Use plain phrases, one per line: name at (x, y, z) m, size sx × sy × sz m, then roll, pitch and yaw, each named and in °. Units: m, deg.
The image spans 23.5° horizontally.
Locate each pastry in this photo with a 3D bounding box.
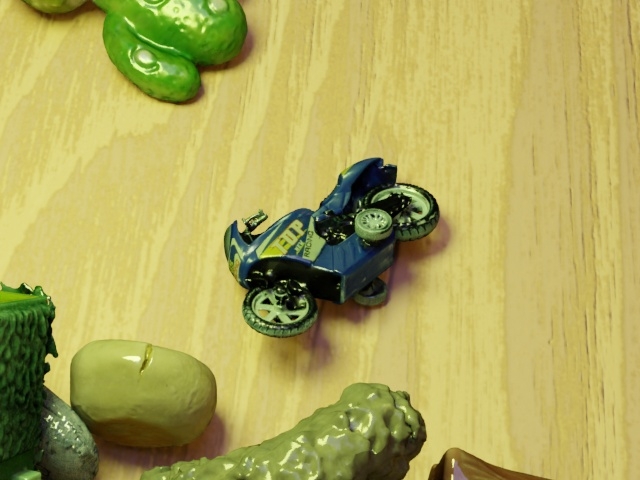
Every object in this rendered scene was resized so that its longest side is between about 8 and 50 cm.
pastry at (-0.185, 0.157, 1.584) m, size 0.157 × 0.156 × 0.092 m, roll 3°, pitch 65°, yaw -1°

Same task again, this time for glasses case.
glasses case at (-0.343, 0.161, 1.597) m, size 0.282 × 0.109 × 0.067 m, roll 31°, pitch 51°, yaw 18°

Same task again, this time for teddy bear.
teddy bear at (-0.026, 0.350, 1.390) m, size 0.224 × 0.357 × 0.367 m, roll -15°, pitch 79°, yaw -58°

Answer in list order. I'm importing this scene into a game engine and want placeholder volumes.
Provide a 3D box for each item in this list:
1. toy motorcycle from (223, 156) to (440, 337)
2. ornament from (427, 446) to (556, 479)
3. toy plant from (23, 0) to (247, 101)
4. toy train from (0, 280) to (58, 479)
toy motorcycle at (0.000, 0.000, 1.744) m, size 0.169 × 0.113 × 0.315 m, roll 29°, pitch 47°, yaw 29°
ornament at (0.203, 0.317, 1.465) m, size 0.218 × 0.221 × 0.235 m, roll 8°, pitch 94°, yaw -2°
toy plant at (-0.236, -0.323, 1.962) m, size 0.316 × 0.184 × 0.224 m, roll 36°, pitch 62°, yaw 3°
toy train at (-0.364, 0.153, 1.471) m, size 0.188 × 0.159 × 0.271 m, roll 8°, pitch 94°, yaw 16°
